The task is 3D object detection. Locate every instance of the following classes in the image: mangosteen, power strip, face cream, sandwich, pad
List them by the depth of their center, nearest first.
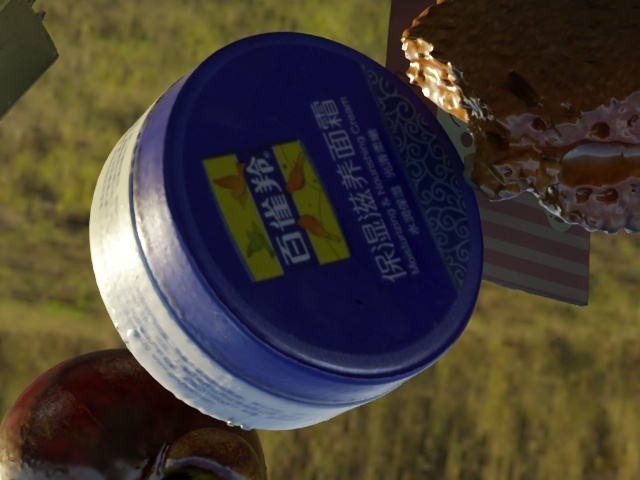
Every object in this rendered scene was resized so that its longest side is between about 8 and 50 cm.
[{"bbox_3d":[-0.021,-0.001,1.072,0.206,0.206,0.111,14,149,-30],"label":"face cream"},{"bbox_3d":[0.158,-0.100,1.115,0.212,0.109,0.292,-15,-145,-14],"label":"sandwich"},{"bbox_3d":[-0.123,0.193,1.424,0.215,0.215,0.257,17,-177,-42],"label":"mangosteen"},{"bbox_3d":[0.144,-0.101,1.654,0.202,0.299,0.005,16,151,-16],"label":"pad"},{"bbox_3d":[-0.282,-0.147,1.668,0.028,0.169,0.076,-8,124,40],"label":"power strip"}]
